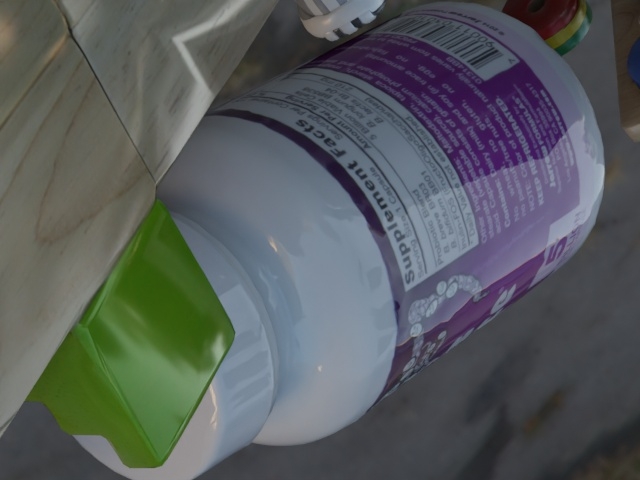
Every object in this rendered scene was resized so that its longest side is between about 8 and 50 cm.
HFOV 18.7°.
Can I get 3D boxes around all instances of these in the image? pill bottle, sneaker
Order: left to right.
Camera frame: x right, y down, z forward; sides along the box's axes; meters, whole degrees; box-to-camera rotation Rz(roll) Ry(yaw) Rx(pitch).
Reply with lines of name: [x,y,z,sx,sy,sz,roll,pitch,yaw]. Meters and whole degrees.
sneaker: [-0.023,-0.251,1.330,0.086,0.229,0.132,-31,135,12]
pill bottle: [0.000,0.000,0.974,0.301,0.169,0.169,-32,151,-43]

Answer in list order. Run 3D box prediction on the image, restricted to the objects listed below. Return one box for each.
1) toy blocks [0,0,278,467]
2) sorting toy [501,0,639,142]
toy blocks: [-0.166,-0.040,0.511,0.191,0.260,0.381,63,39,-33]
sorting toy: [0.210,-0.135,0.981,0.274,0.132,0.046,-22,132,27]
